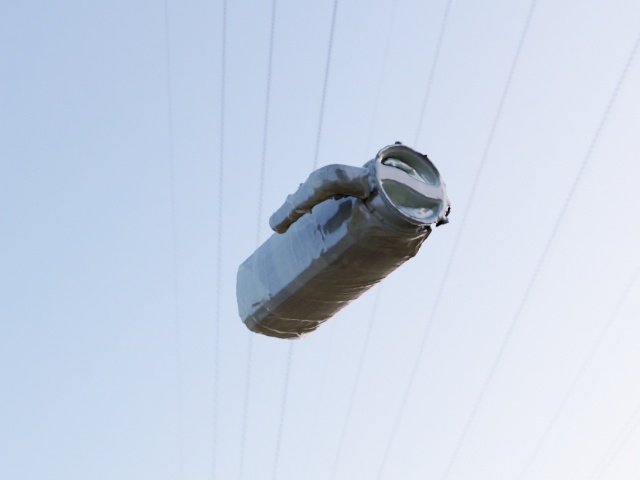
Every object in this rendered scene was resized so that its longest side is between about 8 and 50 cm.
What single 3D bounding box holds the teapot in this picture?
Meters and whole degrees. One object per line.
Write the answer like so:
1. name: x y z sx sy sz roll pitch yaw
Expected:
1. teapot: 0.000 0.000 0.751 0.107 0.077 0.200 15 -36 -29
